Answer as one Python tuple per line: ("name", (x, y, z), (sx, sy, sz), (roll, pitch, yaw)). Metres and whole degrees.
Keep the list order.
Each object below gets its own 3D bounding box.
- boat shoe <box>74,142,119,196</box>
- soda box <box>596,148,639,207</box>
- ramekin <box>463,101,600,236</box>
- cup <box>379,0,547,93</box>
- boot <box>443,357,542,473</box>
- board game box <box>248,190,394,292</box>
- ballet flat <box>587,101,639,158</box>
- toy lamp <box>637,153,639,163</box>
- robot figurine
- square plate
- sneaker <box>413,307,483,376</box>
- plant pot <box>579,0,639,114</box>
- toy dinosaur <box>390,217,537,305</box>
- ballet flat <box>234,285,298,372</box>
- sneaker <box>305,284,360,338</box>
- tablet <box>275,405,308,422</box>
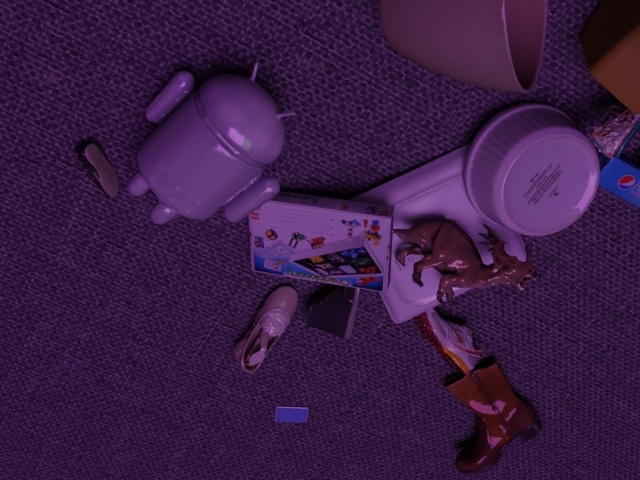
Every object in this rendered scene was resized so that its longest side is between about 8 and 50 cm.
("boat shoe", (-0.455, -0.144, 1.670), (0.042, 0.049, 0.133), (2, 136, 29))
("soda box", (0.670, -0.124, 1.742), (0.210, 0.067, 0.071), (24, 119, -19))
("ramekin", (0.437, -0.132, 1.650), (0.273, 0.127, 0.272), (-6, 116, -13))
("cup", (0.240, -0.416, 1.401), (0.237, 0.331, 0.331), (3, 128, 27))
("boot", (0.403, 0.458, 2.101), (0.264, 0.096, 0.280), (-33, 119, 17))
("board game box", (0.000, 0.000, 1.735), (0.306, 0.053, 0.192), (9, 125, 12))
("ballet flat", (0.611, -0.253, 1.604), (0.077, 0.241, 0.091), (36, 149, 22))
("toy lamp", (0.726, -0.259, 1.624), (0.080, 0.080, 0.274), (7, 136, -8))
("robot figurine", (-0.208, -0.177, 1.566), (0.353, 0.200, 0.300), (-40, 92, 20))
("square plate", (0.258, -0.002, 1.779), (0.344, 0.049, 0.347), (-25, 118, 5))
("sneaker", (0.305, 0.220, 1.952), (0.093, 0.088, 0.225), (-45, 113, -11))
("plant pot", (0.605, -0.364, 1.506), (0.212, 0.212, 0.187), (33, 129, -23))
("toy dinosaur", (0.285, 0.023, 1.706), (0.296, 0.127, 0.200), (38, 100, -11))
("ballet flat", (-0.124, 0.215, 1.909), (0.086, 0.086, 0.248), (23, 119, -18))
("sneaker", (0.030, 0.122, 1.857), (0.118, 0.083, 0.222), (11, 116, 3))
("tablet", (-0.075, 0.451, 2.116), (0.083, 0.006, 0.054), (3, 123, -7))
